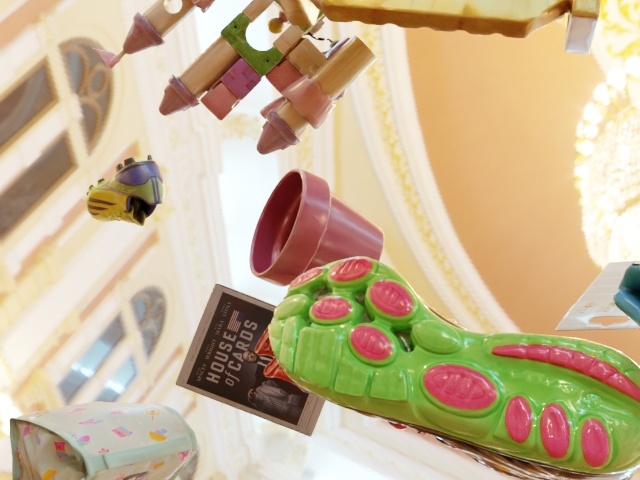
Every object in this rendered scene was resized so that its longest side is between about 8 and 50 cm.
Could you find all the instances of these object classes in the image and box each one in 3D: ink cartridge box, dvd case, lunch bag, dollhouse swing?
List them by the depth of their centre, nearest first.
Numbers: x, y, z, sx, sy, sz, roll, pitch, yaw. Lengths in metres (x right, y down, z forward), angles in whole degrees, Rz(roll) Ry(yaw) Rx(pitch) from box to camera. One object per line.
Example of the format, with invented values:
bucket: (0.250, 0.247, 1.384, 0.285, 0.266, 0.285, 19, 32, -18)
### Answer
dollhouse swing: (0.154, -0.285, 1.197, 0.347, 0.315, 0.305, 8, -31, 10)
ink cartridge box: (0.410, 0.082, 1.261, 0.145, 0.179, 0.045, -7, -64, 45)
dvd case: (-0.093, 0.194, 1.585, 0.238, 0.179, 0.029, 22, -2, -5)
lunch bag: (-0.360, 0.354, 1.617, 0.262, 0.223, 0.160, -5, -93, 46)

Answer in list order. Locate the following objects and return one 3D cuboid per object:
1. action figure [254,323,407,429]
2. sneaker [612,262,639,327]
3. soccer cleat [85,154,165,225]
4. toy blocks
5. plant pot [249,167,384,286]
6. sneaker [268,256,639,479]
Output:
action figure: (0.067, 0.166, 1.304, 0.280, 0.091, 0.139, 29, -73, -29)
sneaker: (0.372, 0.086, 0.895, 0.139, 0.125, 0.341, 25, 0, -1)
soccer cleat: (-0.396, -0.074, 1.951, 0.289, 0.093, 0.121, -29, -103, 53)
toy blocks: (-0.113, -0.247, 1.327, 0.288, 0.260, 0.309, 45, 5, -9)
plant pot: (0.000, 0.000, 1.669, 0.180, 0.201, 0.201, 23, -30, -22)
sneaker: (0.138, 0.167, 1.102, 0.483, 0.185, 0.202, 22, -25, 33)
